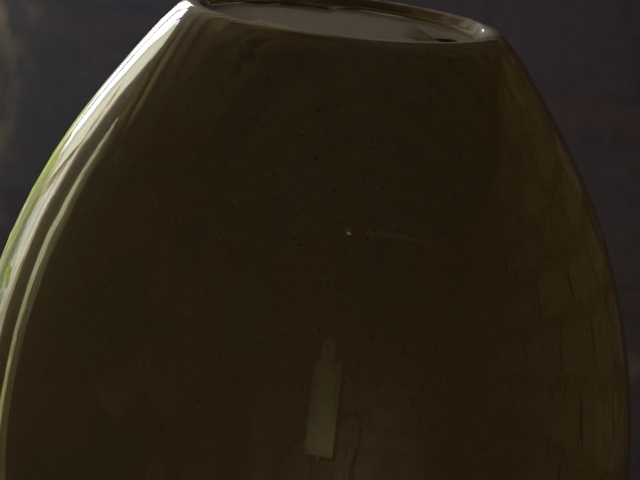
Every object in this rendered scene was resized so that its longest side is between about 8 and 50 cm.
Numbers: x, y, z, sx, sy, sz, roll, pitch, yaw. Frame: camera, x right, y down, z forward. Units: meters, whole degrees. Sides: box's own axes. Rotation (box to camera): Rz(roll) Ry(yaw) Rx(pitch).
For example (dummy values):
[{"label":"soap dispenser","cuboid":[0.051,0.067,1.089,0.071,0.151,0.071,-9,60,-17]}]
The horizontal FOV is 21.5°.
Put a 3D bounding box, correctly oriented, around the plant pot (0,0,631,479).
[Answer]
[{"label":"plant pot","cuboid":[0.000,0.000,0.701,0.284,0.191,0.284,7,15,-2]}]
